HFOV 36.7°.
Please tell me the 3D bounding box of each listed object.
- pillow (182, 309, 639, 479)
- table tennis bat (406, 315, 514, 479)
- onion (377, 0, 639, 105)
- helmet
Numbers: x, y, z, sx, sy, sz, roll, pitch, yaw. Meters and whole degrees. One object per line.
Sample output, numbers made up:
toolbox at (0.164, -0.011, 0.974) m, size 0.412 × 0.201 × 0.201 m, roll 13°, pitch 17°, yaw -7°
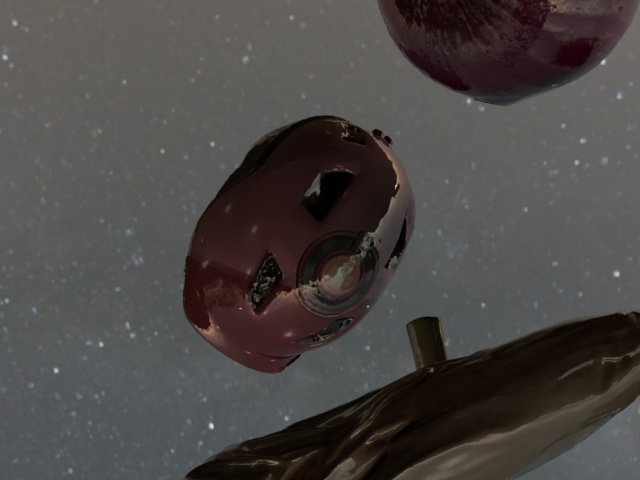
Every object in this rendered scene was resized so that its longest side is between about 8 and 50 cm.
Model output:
pillow at (0.030, 0.108, 0.474) m, size 0.270 × 0.173 × 0.067 m, roll -18°, pitch -109°, yaw -16°
table tennis bat at (0.090, 0.164, 0.629) m, size 0.022 × 0.131 × 0.234 m, roll -1°, pitch -112°, yaw -25°
onion at (0.140, -0.194, 0.719) m, size 0.207 × 0.200 × 0.200 m, roll -11°, pitch -145°, yaw 24°
helmet at (0.000, 0.000, 0.925) m, size 0.154 × 0.198 × 0.253 m, roll -7°, pitch -125°, yaw 50°
